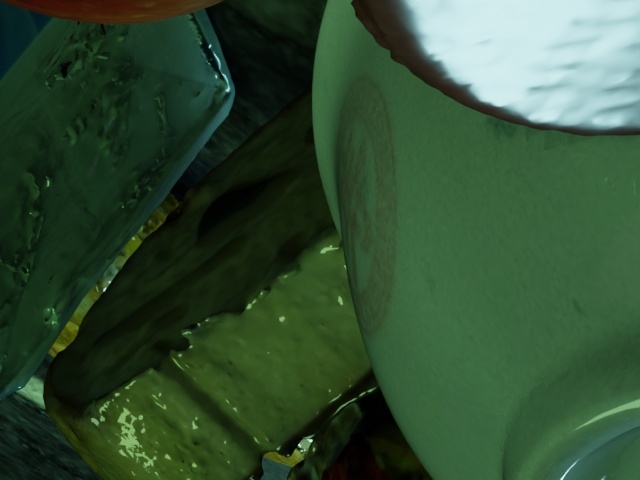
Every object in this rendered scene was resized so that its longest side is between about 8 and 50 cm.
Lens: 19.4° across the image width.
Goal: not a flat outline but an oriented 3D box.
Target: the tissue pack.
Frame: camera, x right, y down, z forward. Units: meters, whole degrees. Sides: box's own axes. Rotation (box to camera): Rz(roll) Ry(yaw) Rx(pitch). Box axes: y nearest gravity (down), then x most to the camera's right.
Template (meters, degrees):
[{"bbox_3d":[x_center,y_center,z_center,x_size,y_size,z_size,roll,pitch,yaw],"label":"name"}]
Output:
[{"bbox_3d":[-0.206,-0.070,0.845,0.263,0.198,0.146,19,149,28],"label":"tissue pack"}]

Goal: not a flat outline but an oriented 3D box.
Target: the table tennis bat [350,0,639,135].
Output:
[{"bbox_3d":[0.153,-0.142,0.266,0.415,0.268,0.051,-51,53,44],"label":"table tennis bat"}]

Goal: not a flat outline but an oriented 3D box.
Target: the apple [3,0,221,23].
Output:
[{"bbox_3d":[-0.040,-0.180,0.392,0.241,0.242,0.242,53,151,-17],"label":"apple"}]

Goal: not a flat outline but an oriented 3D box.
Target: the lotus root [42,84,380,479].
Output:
[{"bbox_3d":[0.000,0.000,0.753,0.074,0.260,0.170,45,-174,-21],"label":"lotus root"}]

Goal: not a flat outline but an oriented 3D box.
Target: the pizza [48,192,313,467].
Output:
[{"bbox_3d":[-0.122,0.034,1.070,0.268,0.087,0.258,5,147,48],"label":"pizza"}]

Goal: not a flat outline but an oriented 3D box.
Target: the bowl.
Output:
[{"bbox_3d":[0.140,0.033,0.537,0.345,0.157,0.345,11,136,11],"label":"bowl"}]

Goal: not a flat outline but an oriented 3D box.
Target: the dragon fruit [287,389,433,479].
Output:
[{"bbox_3d":[0.128,0.183,0.817,0.342,0.277,0.277,30,156,-2],"label":"dragon fruit"}]
